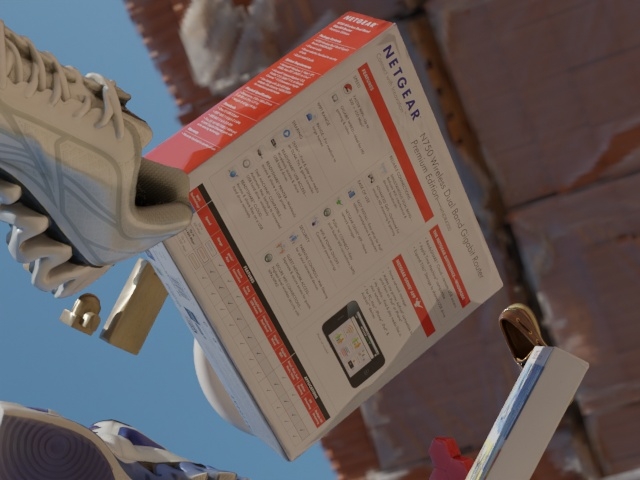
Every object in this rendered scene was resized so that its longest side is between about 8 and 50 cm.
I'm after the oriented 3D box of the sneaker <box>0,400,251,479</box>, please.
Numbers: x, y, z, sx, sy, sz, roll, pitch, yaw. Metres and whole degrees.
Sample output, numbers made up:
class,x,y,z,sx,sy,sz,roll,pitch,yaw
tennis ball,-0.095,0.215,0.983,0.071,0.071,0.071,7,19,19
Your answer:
class,x,y,z,sx,sy,sz,roll,pitch,yaw
sneaker,-0.225,0.239,1.259,0.316,0.182,0.127,24,-100,-38

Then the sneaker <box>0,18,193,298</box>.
class,x,y,z,sx,sy,sz,roll,pitch,yaw
sneaker,-0.176,-0.078,0.777,0.292,0.118,0.110,54,-155,-51

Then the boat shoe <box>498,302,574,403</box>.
class,x,y,z,sx,sy,sz,roll,pitch,yaw
boat shoe,0.327,0.184,1.999,0.060,0.064,0.178,-20,-101,-56

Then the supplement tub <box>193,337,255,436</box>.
class,x,y,z,sx,sy,sz,roll,pitch,yaw
supplement tub,-0.040,0.144,1.829,0.331,0.241,0.241,-3,-104,-86

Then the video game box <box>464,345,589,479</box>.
class,x,y,z,sx,sy,sz,roll,pitch,yaw
video game box,0.212,0.210,1.389,0.205,0.048,0.187,-62,-7,-3

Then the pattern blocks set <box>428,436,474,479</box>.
class,x,y,z,sx,sy,sz,roll,pitch,yaw
pattern blocks set,0.195,0.442,1.639,0.026,0.285,0.325,-7,-137,-37

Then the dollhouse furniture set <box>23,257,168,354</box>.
class,x,y,z,sx,sy,sz,roll,pitch,yaw
dollhouse furniture set,-0.288,0.041,1.645,0.151,0.123,0.144,30,-95,-41

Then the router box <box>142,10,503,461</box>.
class,x,y,z,sx,sy,sz,roll,pitch,yaw
router box,0.000,0.000,1.268,0.082,0.301,0.335,28,150,53
